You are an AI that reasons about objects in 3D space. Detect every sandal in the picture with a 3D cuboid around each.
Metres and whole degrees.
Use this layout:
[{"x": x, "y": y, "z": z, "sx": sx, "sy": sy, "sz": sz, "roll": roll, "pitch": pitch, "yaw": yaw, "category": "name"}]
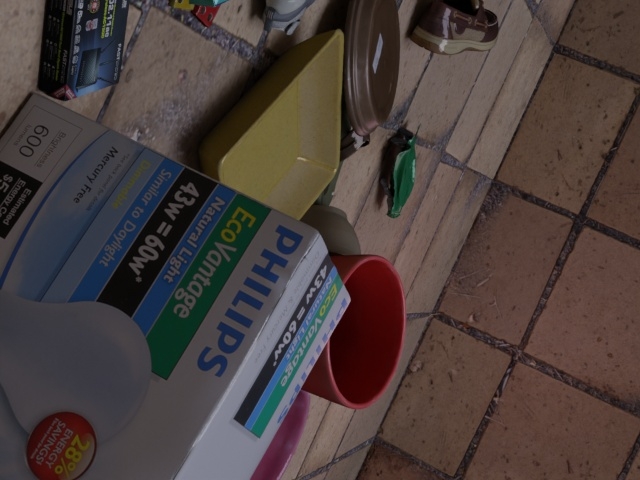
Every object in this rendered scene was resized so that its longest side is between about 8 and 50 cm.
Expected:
[{"x": 0.048, "y": -0.180, "z": 1.827, "sx": 0.120, "sy": 0.086, "sz": 0.302, "roll": -42, "pitch": 151, "yaw": -49, "category": "sandal"}]

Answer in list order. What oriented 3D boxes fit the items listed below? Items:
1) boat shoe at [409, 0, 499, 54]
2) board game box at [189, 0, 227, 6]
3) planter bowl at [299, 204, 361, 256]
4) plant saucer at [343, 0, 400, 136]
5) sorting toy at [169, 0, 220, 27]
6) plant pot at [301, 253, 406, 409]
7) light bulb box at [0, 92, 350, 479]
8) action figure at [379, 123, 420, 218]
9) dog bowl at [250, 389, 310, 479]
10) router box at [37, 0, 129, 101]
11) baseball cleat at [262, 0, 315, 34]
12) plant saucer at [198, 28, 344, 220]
[{"x": 0.303, "y": -0.475, "z": 2.093, "sx": 0.342, "sy": 0.123, "sz": 0.123, "roll": -24, "pitch": 138, "yaw": -54, "category": "boat shoe"}, {"x": -0.079, "y": -0.381, "z": 1.154, "sx": 0.210, "sy": 0.047, "sz": 0.160, "roll": -35, "pitch": 128, "yaw": -39, "category": "board game box"}, {"x": 0.000, "y": 0.000, "z": 1.863, "sx": 0.162, "sy": 0.162, "sz": 0.109, "roll": 71, "pitch": 21, "yaw": -65, "category": "planter bowl"}, {"x": 0.093, "y": -0.317, "z": 1.702, "sx": 0.278, "sy": 0.041, "sz": 0.277, "roll": 6, "pitch": 90, "yaw": -73, "category": "plant saucer"}, {"x": -0.093, "y": -0.388, "z": 1.234, "sx": 0.274, "sy": 0.046, "sz": 0.132, "roll": -62, "pitch": 161, "yaw": -5, "category": "sorting toy"}, {"x": -0.016, "y": 0.144, "z": 1.754, "sx": 0.275, "sy": 0.243, "sz": 0.274, "roll": -17, "pitch": 110, "yaw": -55, "category": "plant pot"}, {"x": -0.216, "y": 0.100, "z": 1.041, "sx": 0.357, "sy": 0.361, "sz": 0.225, "roll": -60, "pitch": 162, "yaw": -14, "category": "light bulb box"}, {"x": 0.179, "y": -0.142, "z": 2.273, "sx": 0.137, "sy": 0.064, "sz": 0.232, "roll": -48, "pitch": 152, "yaw": -45, "category": "action figure"}, {"x": -0.166, "y": 0.395, "z": 1.908, "sx": 0.408, "sy": 0.150, "sz": 0.408, "roll": -53, "pitch": 158, "yaw": -32, "category": "dog bowl"}, {"x": -0.248, "y": -0.216, "z": 1.049, "sx": 0.092, "sy": 0.038, "sz": 0.122, "roll": -38, "pitch": 148, "yaw": -54, "category": "router box"}, {"x": -0.026, "y": -0.368, "z": 1.437, "sx": 0.206, "sy": 0.072, "sz": 0.109, "roll": -44, "pitch": 169, "yaw": -41, "category": "baseball cleat"}, {"x": -0.083, "y": -0.129, "z": 1.551, "sx": 0.332, "sy": 0.081, "sz": 0.332, "roll": -52, "pitch": 158, "yaw": -31, "category": "plant saucer"}]
